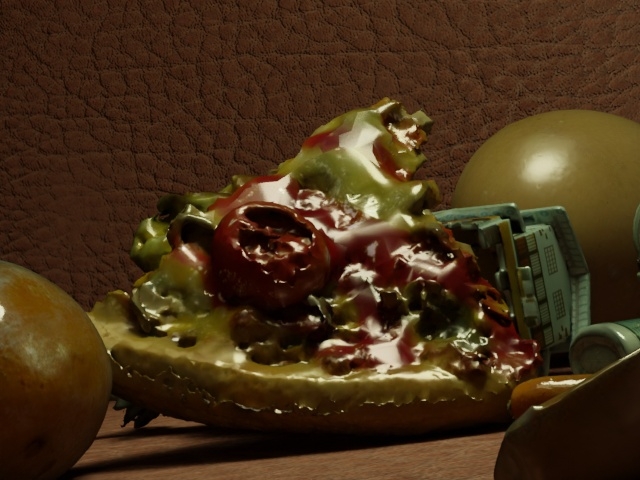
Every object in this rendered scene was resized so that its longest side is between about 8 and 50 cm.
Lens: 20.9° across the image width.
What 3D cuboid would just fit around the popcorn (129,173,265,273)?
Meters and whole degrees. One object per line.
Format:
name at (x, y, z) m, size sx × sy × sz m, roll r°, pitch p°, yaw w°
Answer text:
popcorn at (-0.092, 0.083, 2.321) m, size 0.321 × 0.290 × 0.325 m, roll 42°, pitch 3°, yaw 39°

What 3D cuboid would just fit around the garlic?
garlic at (0.249, 0.091, 1.106) m, size 0.318 × 0.112 × 0.143 m, roll -14°, pitch -20°, yaw -24°

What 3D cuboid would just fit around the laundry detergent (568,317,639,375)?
laundry detergent at (0.359, 0.101, 1.692) m, size 0.225 × 0.070 × 0.099 m, roll -8°, pitch -7°, yaw -28°

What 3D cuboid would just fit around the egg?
egg at (0.315, -0.009, 2.126) m, size 0.301 × 0.301 × 0.374 m, roll -7°, pitch -9°, yaw 42°

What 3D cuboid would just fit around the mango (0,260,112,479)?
mango at (-0.275, 0.121, 1.411) m, size 0.221 × 0.199 × 0.384 m, roll -12°, pitch -14°, yaw 9°

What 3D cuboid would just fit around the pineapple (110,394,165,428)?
pineapple at (-0.095, 0.128, 1.792) m, size 0.361 × 0.175 × 0.175 m, roll -27°, pitch -14°, yaw 40°

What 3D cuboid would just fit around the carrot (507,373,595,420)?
carrot at (0.271, 0.126, 1.407) m, size 0.248 × 0.043 × 0.043 m, roll -5°, pitch 0°, yaw 19°

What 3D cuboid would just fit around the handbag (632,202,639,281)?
handbag at (0.468, -0.010, 1.911) m, size 0.256 × 0.219 × 0.079 m, roll -31°, pitch 3°, yaw -4°

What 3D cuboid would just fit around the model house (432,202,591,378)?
model house at (0.153, 0.065, 1.897) m, size 0.224 × 0.198 × 0.215 m, roll -9°, pitch 2°, yaw 31°

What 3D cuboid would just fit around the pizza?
pizza at (0.000, 0.000, 1.604) m, size 0.440 × 0.406 × 0.130 m, roll 5°, pitch -39°, yaw 12°
